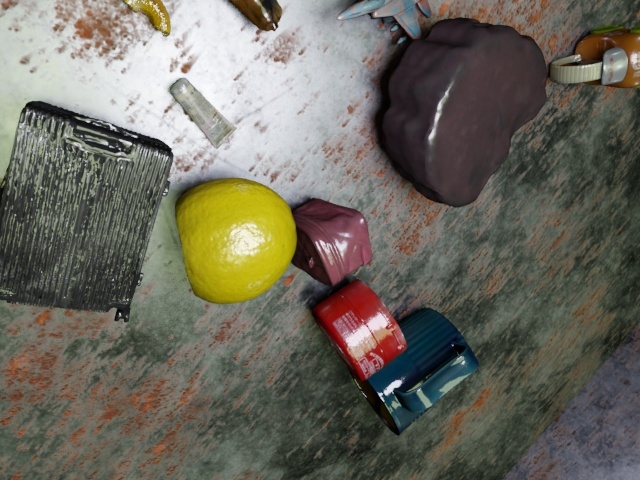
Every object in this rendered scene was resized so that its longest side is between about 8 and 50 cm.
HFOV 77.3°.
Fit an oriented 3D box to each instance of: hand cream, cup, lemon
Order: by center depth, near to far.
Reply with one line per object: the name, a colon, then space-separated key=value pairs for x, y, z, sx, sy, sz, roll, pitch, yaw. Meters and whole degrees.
hand cream: x=-0.225 y=-0.247 z=0.768 sx=0.061 sy=0.039 sz=0.143 roll=-49 pitch=133 yaw=-9
lemon: x=-0.154 y=-0.005 z=0.777 sx=0.219 sy=0.240 sz=0.240 roll=-13 pitch=117 yaw=-12
hand cream: x=0.094 y=0.226 z=1.011 sx=0.149 sy=0.230 sz=0.230 roll=-35 pitch=122 yaw=-13
cup: x=0.256 y=0.344 z=1.123 sx=0.292 sy=0.242 sz=0.308 roll=-31 pitch=150 yaw=-15

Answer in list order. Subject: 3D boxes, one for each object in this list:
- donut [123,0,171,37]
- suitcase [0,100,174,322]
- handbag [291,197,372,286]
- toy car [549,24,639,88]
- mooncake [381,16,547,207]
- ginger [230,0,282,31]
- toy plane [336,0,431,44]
donut: x=-0.290 y=-0.383 z=0.671 sx=0.067 sy=0.038 sz=0.083 roll=-28 pitch=119 yaw=-17
suitcase: x=-0.412 y=-0.044 z=0.691 sx=0.230 sy=0.152 sz=0.335 roll=14 pitch=102 yaw=-32
handbag: x=0.000 y=0.000 z=0.870 sx=0.135 sy=0.225 sz=0.146 roll=-31 pitch=120 yaw=-22
toy car: x=0.736 y=-0.467 z=1.064 sx=0.235 sy=0.235 sz=0.145 roll=-26 pitch=120 yaw=-15
mooncake: x=0.308 y=-0.296 z=0.900 sx=0.381 sy=0.212 sz=0.350 roll=-42 pitch=137 yaw=-9
ginger: x=-0.120 y=-0.526 z=0.660 sx=0.133 sy=0.107 sz=0.309 roll=-10 pitch=116 yaw=-49
toy plane: x=0.125 y=-0.478 z=0.787 sx=0.326 sy=0.104 sz=0.223 roll=-38 pitch=124 yaw=-27
